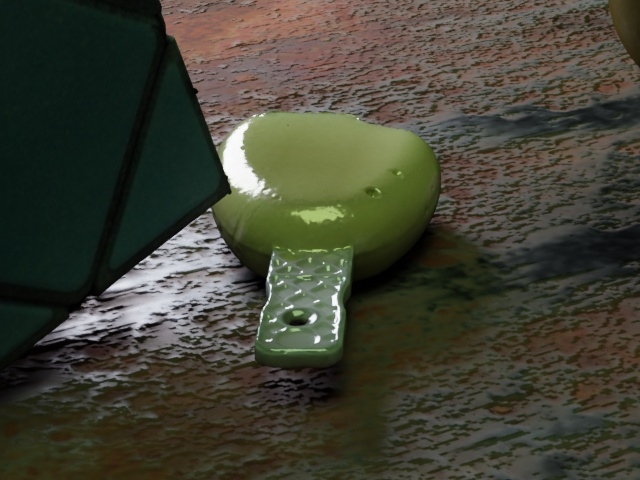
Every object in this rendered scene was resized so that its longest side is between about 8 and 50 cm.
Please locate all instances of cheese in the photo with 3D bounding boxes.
[{"bbox_3d":[0.000,0.000,0.874,0.127,0.050,0.255,0,26,2],"label":"cheese"}]

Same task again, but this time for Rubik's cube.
[{"bbox_3d":[-0.201,-0.071,0.807,0.207,0.205,0.205,21,51,43],"label":"Rubik's cube"}]

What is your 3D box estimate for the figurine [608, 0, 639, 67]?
[{"bbox_3d":[0.281,-0.105,0.830,0.284,0.167,0.343,15,49,8],"label":"figurine"}]
